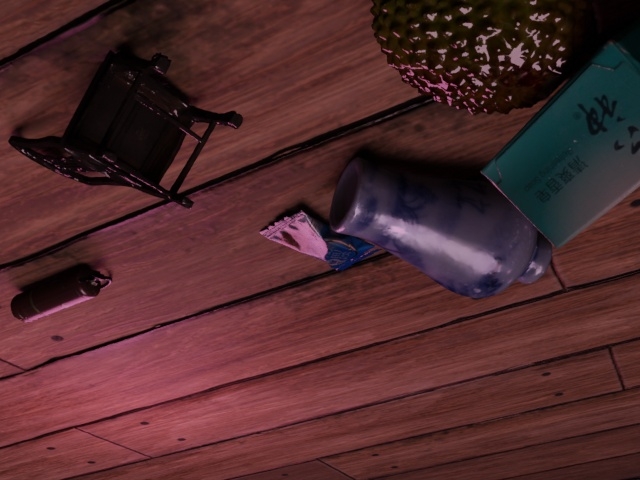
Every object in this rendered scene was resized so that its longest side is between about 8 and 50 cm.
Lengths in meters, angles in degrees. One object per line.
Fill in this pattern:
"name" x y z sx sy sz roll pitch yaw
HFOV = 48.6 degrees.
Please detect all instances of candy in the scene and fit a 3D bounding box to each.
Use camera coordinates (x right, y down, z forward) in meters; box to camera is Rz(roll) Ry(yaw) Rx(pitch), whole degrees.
"candy" 0.001 0.000 0.906 0.136 0.038 0.088 25 150 -26

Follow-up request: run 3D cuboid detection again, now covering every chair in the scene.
"chair" -0.201 -0.109 0.691 0.229 0.113 0.106 17 166 45

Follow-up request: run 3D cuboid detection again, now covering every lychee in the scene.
"lychee" 0.123 -0.180 0.557 0.171 0.171 0.171 -3 146 -2

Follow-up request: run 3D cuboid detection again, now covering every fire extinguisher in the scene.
"fire extinguisher" -0.343 0.070 0.963 0.157 0.045 0.078 -21 170 21

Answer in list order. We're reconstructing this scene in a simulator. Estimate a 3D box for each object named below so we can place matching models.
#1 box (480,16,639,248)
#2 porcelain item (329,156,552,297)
"box" 0.258 -0.115 0.592 0.245 0.092 0.153 -37 170 -42
"porcelain item" 0.144 -0.016 0.821 0.259 0.141 0.141 19 140 -16
